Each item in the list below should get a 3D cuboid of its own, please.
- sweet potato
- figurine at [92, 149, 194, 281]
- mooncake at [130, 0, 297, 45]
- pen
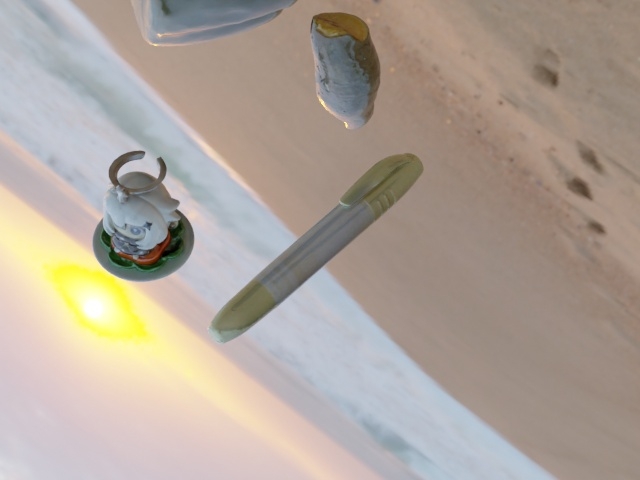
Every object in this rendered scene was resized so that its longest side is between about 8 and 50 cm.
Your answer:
[{"bbox_3d":[0.035,-0.175,1.169,0.077,0.077,0.244,34,166,21],"label":"sweet potato"},{"bbox_3d":[-0.217,-0.041,1.248,0.132,0.132,0.154,35,148,19],"label":"figurine"},{"bbox_3d":[-0.151,-0.442,1.306,0.378,0.200,0.379,171,90,-75],"label":"mooncake"},{"bbox_3d":[0.000,0.000,0.814,0.032,0.233,0.040,31,150,35],"label":"pen"}]
